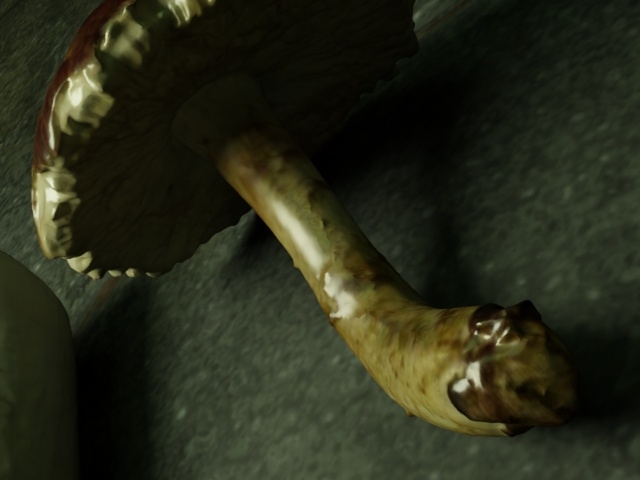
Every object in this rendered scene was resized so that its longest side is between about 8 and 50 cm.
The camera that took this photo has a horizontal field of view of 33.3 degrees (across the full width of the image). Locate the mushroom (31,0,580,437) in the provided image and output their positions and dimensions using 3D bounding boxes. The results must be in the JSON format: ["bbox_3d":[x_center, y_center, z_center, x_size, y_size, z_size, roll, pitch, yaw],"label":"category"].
[{"bbox_3d":[-0.034,-0.006,0.518,0.233,0.208,0.301,105,162,-51],"label":"mushroom"}]

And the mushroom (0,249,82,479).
[{"bbox_3d":[-0.198,0.174,0.556,0.177,0.126,0.397,-49,32,20],"label":"mushroom"}]
